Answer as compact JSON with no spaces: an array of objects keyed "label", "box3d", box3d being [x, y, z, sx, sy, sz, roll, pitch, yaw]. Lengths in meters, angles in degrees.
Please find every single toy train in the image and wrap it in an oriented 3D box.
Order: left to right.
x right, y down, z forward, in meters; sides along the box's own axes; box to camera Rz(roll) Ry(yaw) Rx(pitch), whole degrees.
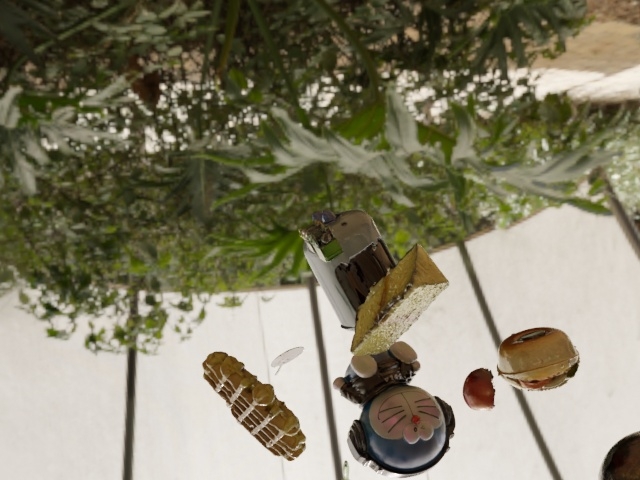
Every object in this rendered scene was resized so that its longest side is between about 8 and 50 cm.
[{"label":"toy train","box3d":[0.000,0.000,1.620,0.060,0.081,0.202,-30,-169,-7]}]

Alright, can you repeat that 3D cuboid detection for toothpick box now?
[{"label":"toothpick box","box3d":[0.087,0.065,2.091,0.262,0.355,0.263,-27,-166,7]}]

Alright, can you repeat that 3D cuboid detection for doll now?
[{"label":"doll","box3d":[0.188,0.440,1.781,0.284,0.310,0.240,-18,149,-22]}]

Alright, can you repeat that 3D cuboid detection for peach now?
[{"label":"peach","box3d":[0.337,0.321,1.515,0.061,0.098,0.098,0,179,-7]}]

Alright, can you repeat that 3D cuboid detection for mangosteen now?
[{"label":"mangosteen","box3d":[0.623,0.484,1.290,0.231,0.289,0.231,-5,-144,4]}]

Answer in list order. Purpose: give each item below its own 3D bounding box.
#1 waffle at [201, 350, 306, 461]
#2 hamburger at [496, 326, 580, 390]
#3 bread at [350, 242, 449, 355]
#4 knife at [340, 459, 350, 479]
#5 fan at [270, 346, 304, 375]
[{"label":"waffle","box3d":[-0.131,0.329,1.390,0.249,0.253,0.056,25,-124,35]},{"label":"hamburger","box3d":[0.578,0.317,1.891,0.236,0.148,0.237,-16,-177,1]},{"label":"bread","box3d":[0.171,0.145,1.603,0.141,0.178,0.266,25,125,-23]},{"label":"knife","box3d":[0.080,0.767,2.272,0.030,0.207,0.014,-13,-138,-11]},{"label":"fan","box3d":[-0.083,0.278,1.617,0.085,0.005,0.133,-14,151,-33]}]
